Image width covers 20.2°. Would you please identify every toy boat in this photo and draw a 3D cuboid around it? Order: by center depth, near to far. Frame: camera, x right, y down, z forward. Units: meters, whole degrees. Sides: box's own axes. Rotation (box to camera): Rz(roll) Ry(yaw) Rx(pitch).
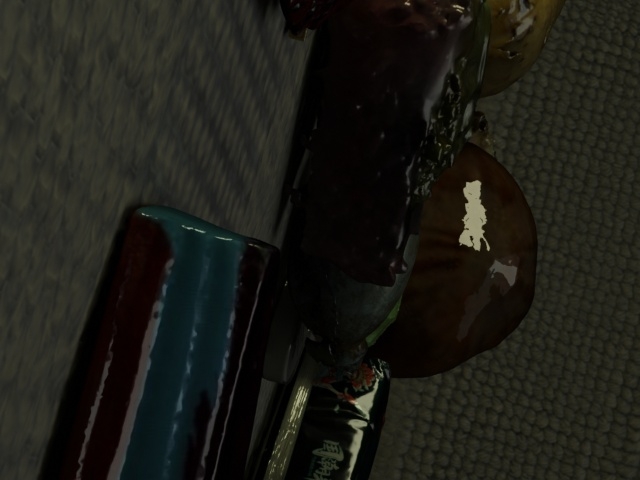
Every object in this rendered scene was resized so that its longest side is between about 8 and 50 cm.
[{"bbox_3d":[-0.092,0.180,0.741,0.136,0.079,0.392,8,95,-82],"label":"toy boat"}]

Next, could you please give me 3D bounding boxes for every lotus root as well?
[{"bbox_3d":[0.020,0.015,1.242,0.088,0.088,0.165,-50,152,-76],"label":"lotus root"},{"bbox_3d":[0.138,-0.224,1.493,0.160,0.146,0.284,-54,-178,39],"label":"lotus root"}]

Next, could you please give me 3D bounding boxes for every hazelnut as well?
[{"bbox_3d":[0.104,0.025,1.519,0.186,0.210,0.210,40,62,-52],"label":"hazelnut"}]

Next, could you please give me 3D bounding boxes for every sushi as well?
[{"bbox_3d":[0.048,-0.108,1.139,0.161,0.107,0.241,85,21,-64],"label":"sushi"}]

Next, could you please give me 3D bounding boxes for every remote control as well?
[{"bbox_3d":[0.000,0.000,1.345,0.077,0.022,0.245,93,14,-55],"label":"remote control"}]

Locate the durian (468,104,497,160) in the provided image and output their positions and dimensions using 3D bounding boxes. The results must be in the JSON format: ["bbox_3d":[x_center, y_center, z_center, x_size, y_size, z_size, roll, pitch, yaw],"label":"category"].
[{"bbox_3d":[0.106,-0.057,1.670,0.182,0.132,0.165,35,59,-72],"label":"durian"}]

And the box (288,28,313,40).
[{"bbox_3d":[-0.002,-0.142,1.004,0.083,0.012,0.046,-59,163,-70],"label":"box"}]

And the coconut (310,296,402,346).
[{"bbox_3d":[0.023,0.046,1.405,0.083,0.081,0.082,-45,-135,18],"label":"coconut"}]

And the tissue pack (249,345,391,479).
[{"bbox_3d":[-0.005,0.179,1.412,0.103,0.090,0.170,102,7,-54],"label":"tissue pack"}]

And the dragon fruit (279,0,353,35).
[{"bbox_3d":[0.001,-0.161,0.878,0.097,0.063,0.131,-40,166,-11],"label":"dragon fruit"}]
